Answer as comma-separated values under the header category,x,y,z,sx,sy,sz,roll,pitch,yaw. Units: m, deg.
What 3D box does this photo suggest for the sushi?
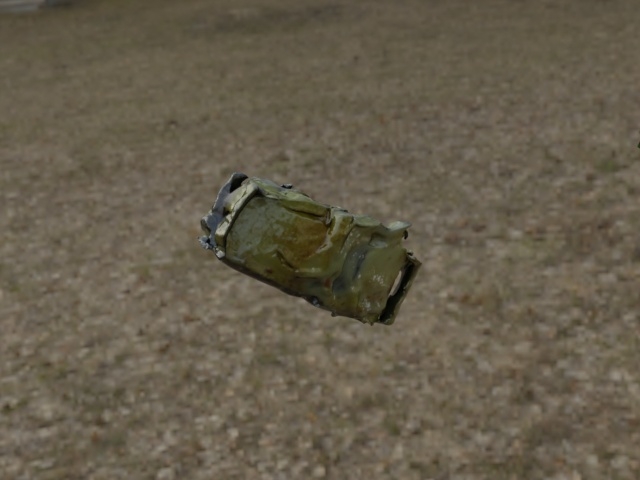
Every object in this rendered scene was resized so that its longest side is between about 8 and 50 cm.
category,x,y,z,sx,sy,sz,roll,pitch,yaw
sushi,0.004,0.003,1.355,0.291,0.139,0.131,26,7,-31

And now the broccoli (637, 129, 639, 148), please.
category,x,y,z,sx,sy,sz,roll,pitch,yaw
broccoli,0.224,0.008,0.342,0.241,0.261,0.269,-36,21,-15
